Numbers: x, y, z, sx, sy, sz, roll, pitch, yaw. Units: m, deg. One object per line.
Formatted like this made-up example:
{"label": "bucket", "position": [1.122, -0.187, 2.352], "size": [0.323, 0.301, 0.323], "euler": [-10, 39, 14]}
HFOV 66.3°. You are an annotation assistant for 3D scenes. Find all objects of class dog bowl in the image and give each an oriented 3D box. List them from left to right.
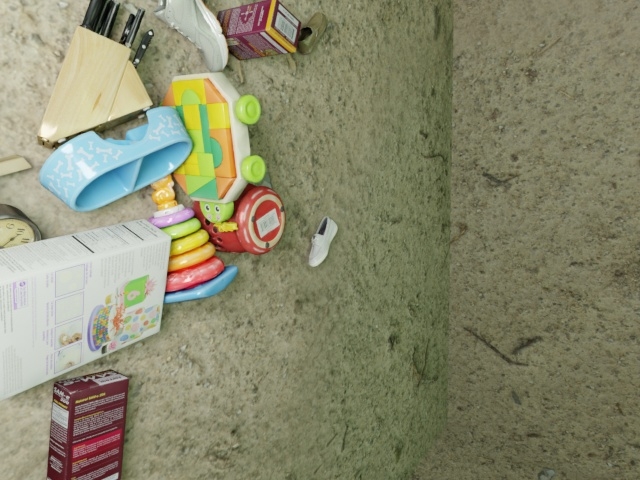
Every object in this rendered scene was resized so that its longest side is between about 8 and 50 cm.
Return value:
{"label": "dog bowl", "position": [-0.373, -0.152, 0.939], "size": [0.297, 0.166, 0.074], "euler": [-36, 85, -39]}

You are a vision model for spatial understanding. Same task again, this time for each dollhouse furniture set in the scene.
{"label": "dollhouse furniture set", "position": [-0.533, -0.088, 0.827], "size": [0.114, 0.091, 0.081], "euler": [-36, 141, -50]}

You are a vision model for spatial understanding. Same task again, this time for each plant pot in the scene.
{"label": "plant pot", "position": [-0.196, -0.060, 1.229], "size": [0.191, 0.174, 0.191], "euler": [-11, 104, -53]}

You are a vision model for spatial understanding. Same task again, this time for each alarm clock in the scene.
{"label": "alarm clock", "position": [-0.534, 0.005, 0.830], "size": [0.129, 0.064, 0.192], "euler": [-59, 152, 6]}

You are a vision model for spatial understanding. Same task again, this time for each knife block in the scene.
{"label": "knife block", "position": [-0.429, -0.326, 0.895], "size": [0.275, 0.088, 0.242], "euler": [-31, 103, -26]}

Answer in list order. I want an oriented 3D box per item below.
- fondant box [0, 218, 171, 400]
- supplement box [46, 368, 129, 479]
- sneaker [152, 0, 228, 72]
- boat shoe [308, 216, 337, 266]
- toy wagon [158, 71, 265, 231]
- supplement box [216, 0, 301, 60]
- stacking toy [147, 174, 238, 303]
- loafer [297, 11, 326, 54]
{"label": "fondant box", "position": [-0.449, 0.112, 0.910], "size": [0.330, 0.096, 0.238], "euler": [-20, 132, -51]}
{"label": "supplement box", "position": [-0.478, 0.401, 1.006], "size": [0.130, 0.073, 0.239], "euler": [1, 97, -56]}
{"label": "sneaker", "position": [-0.299, -0.485, 1.078], "size": [0.121, 0.099, 0.262], "euler": [-36, 131, -20]}
{"label": "boat shoe", "position": [0.000, 0.000, 1.623], "size": [0.063, 0.066, 0.184], "euler": [47, 60, -32]}
{"label": "toy wagon", "position": [-0.237, -0.178, 1.057], "size": [0.068, 0.267, 0.344], "euler": [-24, 116, -49]}
{"label": "supplement box", "position": [-0.154, -0.503, 1.177], "size": [0.104, 0.188, 0.081], "euler": [20, 79, -55]}
{"label": "stacking toy", "position": [-0.323, -0.019, 1.094], "size": [0.175, 0.165, 0.302], "euler": [-43, 120, -62]}
{"label": "loafer", "position": [-0.026, -0.623, 1.453], "size": [0.050, 0.056, 0.148], "euler": [43, 62, -57]}
